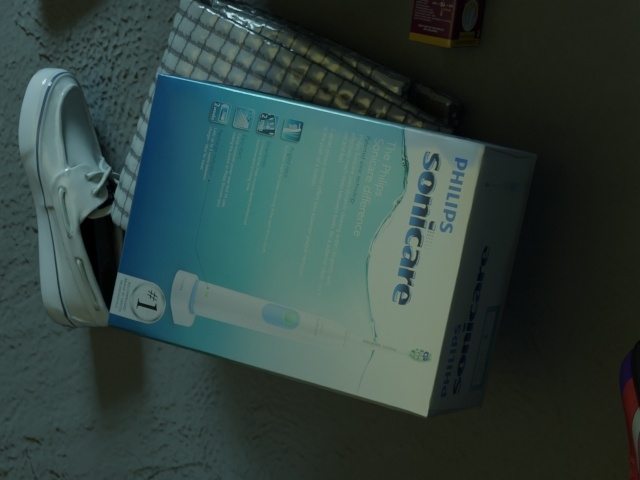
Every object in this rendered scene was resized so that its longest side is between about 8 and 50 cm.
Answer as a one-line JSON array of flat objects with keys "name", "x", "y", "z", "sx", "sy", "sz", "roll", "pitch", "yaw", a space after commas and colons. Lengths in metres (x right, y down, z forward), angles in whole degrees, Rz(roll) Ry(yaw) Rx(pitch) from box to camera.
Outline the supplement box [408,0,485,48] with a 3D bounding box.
[{"name": "supplement box", "x": 0.110, "y": -0.207, "z": 1.608, "sx": 0.043, "sy": 0.055, "sz": 0.083, "roll": 15, "pitch": 105, "yaw": 31}]

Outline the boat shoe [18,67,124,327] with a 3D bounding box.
[{"name": "boat shoe", "x": -0.226, "y": -0.041, "z": 1.852, "sx": 0.084, "sy": 0.095, "sz": 0.258, "roll": 2, "pitch": 108, "yaw": 31}]

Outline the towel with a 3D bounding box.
[{"name": "towel", "x": -0.026, "y": -0.066, "z": 1.683, "sx": 0.284, "sy": 0.121, "sz": 0.235, "roll": 28, "pitch": 103, "yaw": 24}]

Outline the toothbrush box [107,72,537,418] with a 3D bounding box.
[{"name": "toothbrush box", "x": 0.000, "y": 0.000, "z": 1.532, "sx": 0.296, "sy": 0.126, "sz": 0.216, "roll": 13, "pitch": 95, "yaw": 26}]

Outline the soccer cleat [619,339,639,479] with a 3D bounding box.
[{"name": "soccer cleat", "x": 0.283, "y": 0.237, "z": 1.519, "sx": 0.116, "sy": 0.109, "sz": 0.318, "roll": -20, "pitch": 87, "yaw": 39}]
